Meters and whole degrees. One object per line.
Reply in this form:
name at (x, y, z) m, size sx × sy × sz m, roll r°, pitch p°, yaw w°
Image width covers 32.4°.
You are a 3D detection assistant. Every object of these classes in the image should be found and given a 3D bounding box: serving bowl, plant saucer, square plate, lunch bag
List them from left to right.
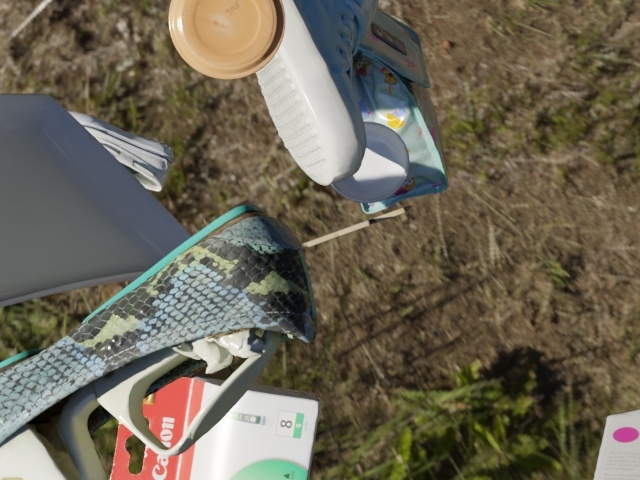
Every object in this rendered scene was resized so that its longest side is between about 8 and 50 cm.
square plate at (-0.342, -0.048, 1.212) m, size 0.344 × 0.347 × 0.049 m, roll -10°, pitch 137°, yaw -53°
plant saucer at (-0.066, -0.157, 0.784) m, size 0.083 × 0.013 × 0.083 m, roll -1°, pitch 98°, yaw -5°
serving bowl at (0.046, -0.074, 1.084) m, size 0.083 × 0.027 × 0.083 m, roll -1°, pitch 76°, yaw 3°
lunch bag at (0.083, -0.213, 1.592) m, size 0.160 × 0.223 × 0.262 m, roll -17°, pitch 122°, yaw 10°

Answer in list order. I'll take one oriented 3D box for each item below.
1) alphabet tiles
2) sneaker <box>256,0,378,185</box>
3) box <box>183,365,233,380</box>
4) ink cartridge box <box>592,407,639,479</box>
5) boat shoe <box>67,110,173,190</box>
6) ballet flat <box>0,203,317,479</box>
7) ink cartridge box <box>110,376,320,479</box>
alphabet tiles at (0.000, 0.000, 1.380) m, size 0.237 × 0.198 × 0.009 m, roll -19°, pitch 90°, yaw 10°
sneaker at (0.002, -0.220, 1.046) m, size 0.150 × 0.366 × 0.135 m, roll -15°, pitch 151°, yaw -9°
box at (-0.246, 0.213, 1.920) m, size 0.051 × 0.220 × 0.175 m, roll -24°, pitch 91°, yaw 26°
ink cartridge box at (0.238, 0.260, 0.820) m, size 0.069 × 0.371 × 0.176 m, roll -1°, pitch 117°, yaw 26°
boat shoe at (-0.337, -0.136, 1.695) m, size 0.226 × 0.083 × 0.076 m, roll 14°, pitch 66°, yaw -15°
ballet flat at (-0.082, 0.060, 0.406) m, size 0.188 × 0.070 × 0.070 m, roll -34°, pitch 113°, yaw 11°
ink cartridge box at (-0.124, 0.251, 1.260) m, size 0.224 × 0.056 × 0.181 m, roll 9°, pitch 92°, yaw -7°
